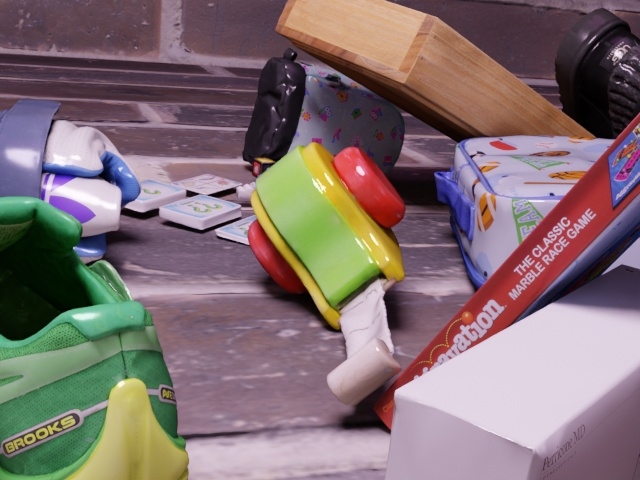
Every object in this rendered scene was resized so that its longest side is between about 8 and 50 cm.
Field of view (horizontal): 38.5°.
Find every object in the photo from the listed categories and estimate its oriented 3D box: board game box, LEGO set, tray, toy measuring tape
[{"bbox_3d":[0.148,-0.009,0.478,0.027,0.281,0.145,49,33,19],"label":"board game box"},{"bbox_3d":[-0.075,-0.060,0.948,0.182,0.060,0.244,16,18,23],"label":"LEGO set"},{"bbox_3d":[0.159,-0.158,1.037,0.411,0.076,0.203,22,8,-47],"label":"tray"},{"bbox_3d":[0.000,0.000,0.631,0.121,0.121,0.330,5,15,1],"label":"toy measuring tape"}]

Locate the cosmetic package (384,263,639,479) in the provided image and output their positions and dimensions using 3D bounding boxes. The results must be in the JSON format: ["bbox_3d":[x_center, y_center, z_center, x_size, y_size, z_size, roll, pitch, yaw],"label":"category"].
[{"bbox_3d":[0.113,0.085,0.412,0.060,0.099,0.239,16,19,34],"label":"cosmetic package"}]

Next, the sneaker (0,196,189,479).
[{"bbox_3d":[-0.156,0.032,0.463,0.109,0.123,0.295,-10,21,-42],"label":"sneaker"}]

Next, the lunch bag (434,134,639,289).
[{"bbox_3d":[0.228,-0.024,0.814,0.243,0.115,0.303,0,14,2],"label":"lunch bag"}]

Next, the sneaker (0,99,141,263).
[{"bbox_3d":[-0.270,-0.040,0.666,0.236,0.130,0.323,6,10,17],"label":"sneaker"}]

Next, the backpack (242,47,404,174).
[{"bbox_3d":[0.010,-0.138,1.130,0.182,0.152,0.115,10,20,-27],"label":"backpack"}]

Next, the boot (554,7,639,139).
[{"bbox_3d":[0.437,-0.121,1.159,0.260,0.131,0.348,45,5,32],"label":"boot"}]
